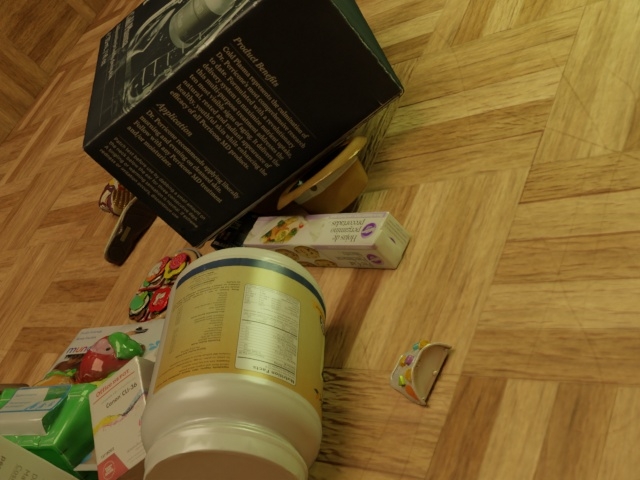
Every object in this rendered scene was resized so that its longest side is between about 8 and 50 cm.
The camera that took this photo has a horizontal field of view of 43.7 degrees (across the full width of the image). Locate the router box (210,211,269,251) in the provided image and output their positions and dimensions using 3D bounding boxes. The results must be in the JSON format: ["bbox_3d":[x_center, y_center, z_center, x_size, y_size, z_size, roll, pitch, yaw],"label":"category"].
[{"bbox_3d":[-0.141,-0.007,1.482,0.122,0.038,0.092,15,65,54],"label":"router box"}]

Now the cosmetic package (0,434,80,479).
[{"bbox_3d":[-0.522,0.478,1.122,0.393,0.327,0.330,-15,44,41],"label":"cosmetic package"}]

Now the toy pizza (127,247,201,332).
[{"bbox_3d":[-0.316,0.092,1.581,0.201,0.032,0.201,-30,36,25],"label":"toy pizza"}]

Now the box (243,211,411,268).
[{"bbox_3d":[0.000,0.000,1.287,0.324,0.067,0.063,1,56,48],"label":"box"}]

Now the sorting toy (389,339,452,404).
[{"bbox_3d":[0.116,0.161,1.010,0.083,0.044,0.075,-61,16,-21],"label":"sorting toy"}]

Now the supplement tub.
[{"bbox_3d":[-0.109,0.190,1.052,0.228,0.228,0.316,-28,37,27],"label":"supplement tub"}]

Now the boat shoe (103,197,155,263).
[{"bbox_3d":[-0.444,-0.034,1.841,0.190,0.068,0.072,-57,22,-16],"label":"boat shoe"}]

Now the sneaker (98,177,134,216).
[{"bbox_3d":[-0.511,-0.091,1.986,0.084,0.069,0.185,-48,25,14],"label":"sneaker"}]

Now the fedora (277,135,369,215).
[{"bbox_3d":[0.017,-0.093,1.335,0.194,0.079,0.194,-38,12,9],"label":"fedora"}]

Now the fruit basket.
[{"bbox_3d":[-0.403,0.250,1.376,0.326,0.165,0.353,-9,38,31],"label":"fruit basket"}]

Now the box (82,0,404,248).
[{"bbox_3d":[-0.157,-0.328,1.480,0.471,0.297,0.480,-35,35,14],"label":"box"}]

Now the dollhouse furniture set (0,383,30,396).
[{"bbox_3d":[-0.660,0.380,1.668,0.144,0.123,0.151,40,122,58],"label":"dollhouse furniture set"}]

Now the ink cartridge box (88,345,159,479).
[{"bbox_3d":[-0.273,0.253,1.165,0.115,0.067,0.198,-38,48,19],"label":"ink cartridge box"}]
